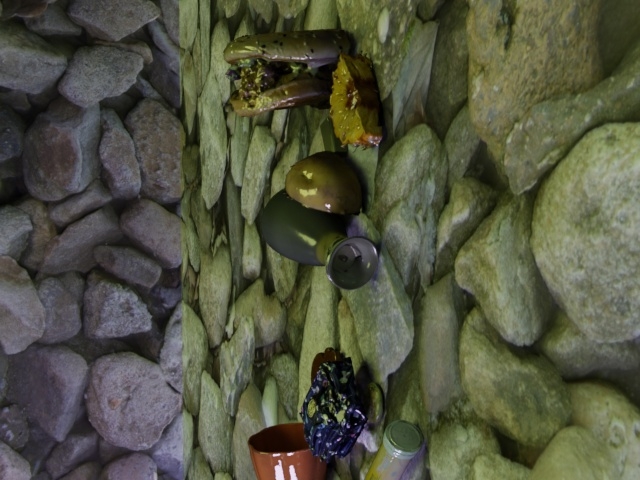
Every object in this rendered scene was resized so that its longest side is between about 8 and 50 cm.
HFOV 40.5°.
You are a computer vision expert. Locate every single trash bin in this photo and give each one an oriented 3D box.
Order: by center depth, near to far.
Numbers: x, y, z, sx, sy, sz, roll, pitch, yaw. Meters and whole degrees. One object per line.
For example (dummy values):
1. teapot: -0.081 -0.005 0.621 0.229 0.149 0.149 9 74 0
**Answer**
1. trash bin: 0.033 -0.236 2.013 0.061 0.042 0.092 138 127 -61

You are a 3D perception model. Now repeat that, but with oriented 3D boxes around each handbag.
1. handbag: 0.028 0.371 1.855 0.260 0.113 0.162 110 149 -50

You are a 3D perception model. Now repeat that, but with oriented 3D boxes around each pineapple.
1. pineapple: 0.068 -0.283 1.874 0.135 0.079 0.233 126 141 -59

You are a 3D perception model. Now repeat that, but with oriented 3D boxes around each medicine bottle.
1. medicine bottle: 0.128 0.435 1.655 0.074 0.073 0.218 -109 28 -43

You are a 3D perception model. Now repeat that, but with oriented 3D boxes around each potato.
1. potato: -0.012 -0.141 1.926 0.243 0.138 0.098 36 123 49

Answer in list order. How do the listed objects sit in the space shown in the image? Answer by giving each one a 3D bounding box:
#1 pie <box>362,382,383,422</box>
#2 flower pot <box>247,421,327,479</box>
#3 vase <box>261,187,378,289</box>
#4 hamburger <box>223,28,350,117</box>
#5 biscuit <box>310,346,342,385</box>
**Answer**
1. pie: 0.108 0.335 1.783 0.085 0.017 0.085 -178 90 -69
2. flower pot: -0.068 0.536 2.023 0.190 0.190 0.173 -159 61 -68
3. vase: 0.000 0.000 1.915 0.321 0.173 0.173 -141 56 -59
4. hamburger: -0.088 -0.393 2.044 0.318 0.276 0.195 14 110 63
5. biscuit: 0.017 0.313 2.009 0.175 0.026 0.124 128 138 -57
